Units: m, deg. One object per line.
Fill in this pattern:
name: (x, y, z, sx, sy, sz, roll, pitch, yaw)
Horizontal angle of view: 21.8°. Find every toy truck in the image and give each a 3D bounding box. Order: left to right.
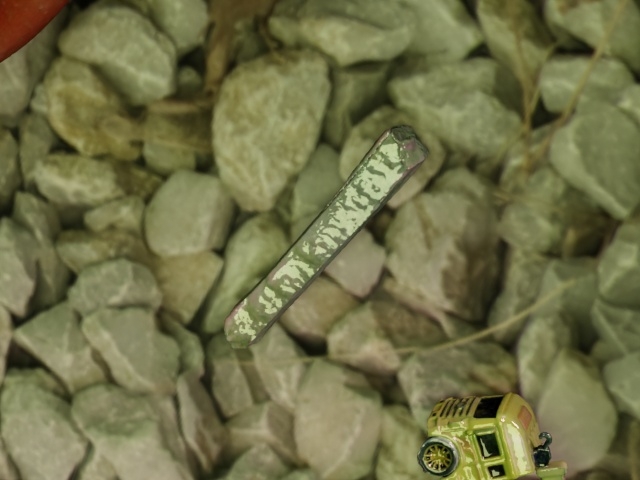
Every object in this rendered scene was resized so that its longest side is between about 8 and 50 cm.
toy truck: (0.140, 0.195, 1.220, 0.100, 0.077, 0.169, -13, 98, 17)

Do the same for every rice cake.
rice cake: (0.000, 0.000, 1.222, 0.034, 0.043, 0.211, 44, 107, 7)

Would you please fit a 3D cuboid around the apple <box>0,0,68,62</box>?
apple: (-0.287, -0.266, 1.069, 0.348, 0.348, 0.277, -40, 61, 17)
